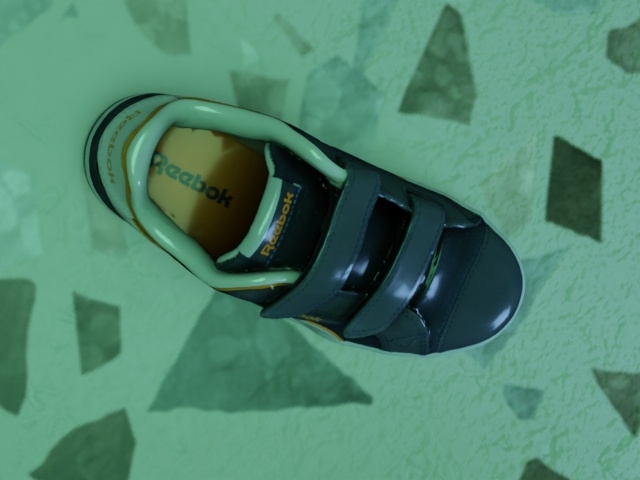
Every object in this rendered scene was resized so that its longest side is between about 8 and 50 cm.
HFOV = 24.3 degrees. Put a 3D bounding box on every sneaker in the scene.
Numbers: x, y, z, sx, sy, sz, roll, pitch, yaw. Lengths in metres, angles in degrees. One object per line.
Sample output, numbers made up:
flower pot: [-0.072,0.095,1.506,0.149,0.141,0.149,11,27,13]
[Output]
sneaker: [0.000,0.000,0.968,0.321,0.127,0.126,20,91,-15]
